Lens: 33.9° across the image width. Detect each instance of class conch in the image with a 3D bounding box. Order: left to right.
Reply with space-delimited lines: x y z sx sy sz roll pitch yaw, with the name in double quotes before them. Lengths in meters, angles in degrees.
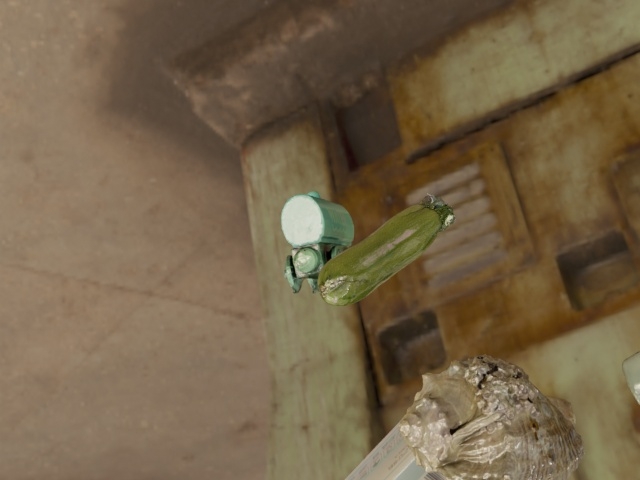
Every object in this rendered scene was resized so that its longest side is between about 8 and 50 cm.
"conch" 0.211 0.222 1.238 0.245 0.178 0.163 4 139 -25

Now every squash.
"squash" 0.063 0.009 1.017 0.183 0.052 0.052 -36 164 -35

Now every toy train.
"toy train" 0.000 0.000 1.652 0.101 0.159 0.248 -10 174 13

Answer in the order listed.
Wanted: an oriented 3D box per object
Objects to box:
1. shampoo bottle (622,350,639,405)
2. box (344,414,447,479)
"shampoo bottle" 0.495 0.119 1.261 0.262 0.085 0.085 -36 141 23
"box" 0.109 0.328 1.434 0.079 0.135 0.269 39 103 -11
